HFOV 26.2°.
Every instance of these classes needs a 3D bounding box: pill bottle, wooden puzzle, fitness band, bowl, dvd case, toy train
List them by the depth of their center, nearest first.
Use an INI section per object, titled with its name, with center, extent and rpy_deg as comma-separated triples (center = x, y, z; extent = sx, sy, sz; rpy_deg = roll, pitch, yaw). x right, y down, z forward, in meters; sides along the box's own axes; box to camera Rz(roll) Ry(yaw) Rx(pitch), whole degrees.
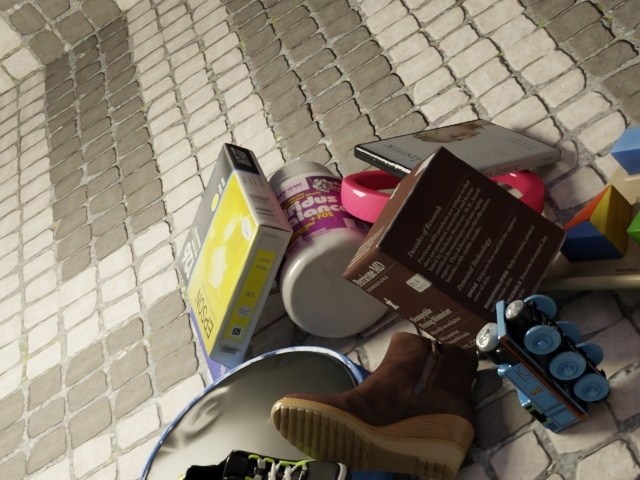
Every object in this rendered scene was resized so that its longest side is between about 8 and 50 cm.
[toy train]
center = 0.260, 0.142, 1.604
extent = 0.105, 0.184, 0.080
rpy_deg = -34, 30, 25
[wooden puzzle]
center = 0.442, -0.073, 1.736
extent = 0.348, 0.080, 0.322
rpy_deg = -49, 18, -22
[bowl]
center = -0.080, 0.298, 1.826
extent = 0.391, 0.077, 0.391
rpy_deg = -25, 33, 18
[fitness band]
center = 0.175, -0.066, 1.971
extent = 0.291, 0.054, 0.209
rpy_deg = 4, 23, 6
[dvd case]
center = 0.201, -0.129, 2.021
extent = 0.253, 0.022, 0.180
rpy_deg = -15, 28, -33
[pill bottle]
center = 0.000, 0.000, 2.055
extent = 0.169, 0.169, 0.301
rpy_deg = -33, 32, 6

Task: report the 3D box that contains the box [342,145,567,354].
[box]
center = 0.171, 0.019, 1.768
extent = 0.167, 0.203, 0.168
rpy_deg = -58, 4, -20

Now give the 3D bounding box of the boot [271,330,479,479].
[boot]
center = 0.073, 0.193, 1.717
extent = 0.249, 0.090, 0.207
rpy_deg = 16, 39, 0

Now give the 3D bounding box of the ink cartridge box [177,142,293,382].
[ink cartridge box]
center = -0.149, 0.048, 2.077
extent = 0.307, 0.072, 0.303
rpy_deg = -66, 24, 19

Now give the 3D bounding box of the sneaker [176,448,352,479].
[sneaker]
center = -0.077, 0.297, 1.654
extent = 0.235, 0.097, 0.084
rpy_deg = -16, 37, 30
